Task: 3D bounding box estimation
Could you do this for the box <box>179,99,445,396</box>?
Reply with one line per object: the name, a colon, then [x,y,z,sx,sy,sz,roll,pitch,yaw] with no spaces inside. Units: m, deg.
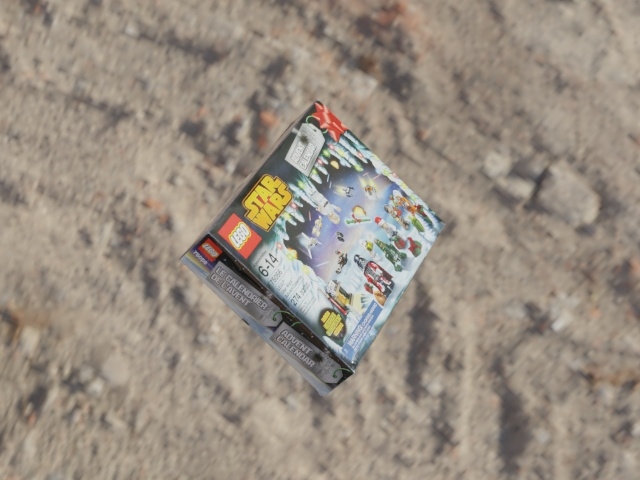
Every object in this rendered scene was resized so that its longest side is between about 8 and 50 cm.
box: [0.000,0.000,0.816,0.094,0.027,0.137,43,38,-7]
